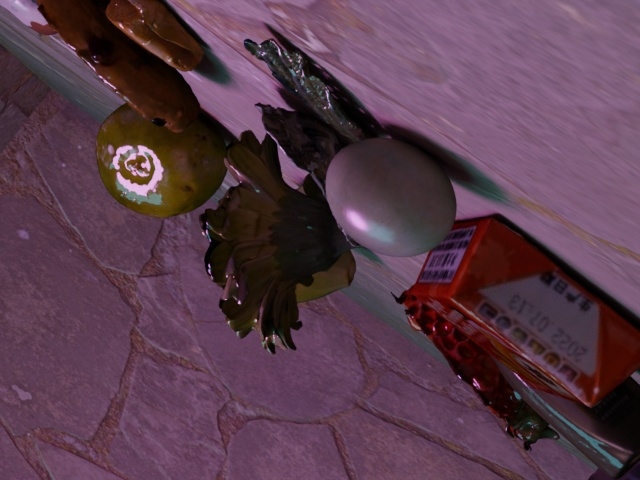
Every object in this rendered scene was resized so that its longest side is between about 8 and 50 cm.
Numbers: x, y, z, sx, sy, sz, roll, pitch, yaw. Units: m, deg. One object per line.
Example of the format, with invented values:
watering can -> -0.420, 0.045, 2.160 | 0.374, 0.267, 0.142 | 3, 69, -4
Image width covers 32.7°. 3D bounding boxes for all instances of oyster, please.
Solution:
oyster -> 0.014, -0.076, 1.340 | 0.252, 0.087, 0.199 | 43, -175, 0

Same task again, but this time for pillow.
pillow -> -0.479, -0.409, 1.691 | 0.233, 0.086, 0.214 | 37, -174, -41

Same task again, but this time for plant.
plant -> -0.043, 0.015, 1.499 | 0.297, 0.261, 0.305 | 20, 131, 35

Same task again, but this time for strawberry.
strawberry -> 0.263, 0.164, 1.597 | 0.253, 0.150, 0.280 | 45, -176, -38

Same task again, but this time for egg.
egg -> 0.068, -0.045, 1.099 | 0.152, 0.114, 0.114 | 37, 177, 35

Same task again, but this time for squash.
squash -> 0.049, -0.045, 1.616 | 0.183, 0.052, 0.052 | 31, 174, 17

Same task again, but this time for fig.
fig -> -0.049, 0.023, 2.165 | 0.230, 0.207, 0.207 | 3, -176, -14
fig -> -0.255, -0.166, 1.995 | 0.233, 0.233, 0.314 | 33, -142, 29

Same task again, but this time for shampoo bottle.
shampoo bottle -> 0.287, 0.150, 1.414 | 0.350, 0.126, 0.084 | 45, 144, 25

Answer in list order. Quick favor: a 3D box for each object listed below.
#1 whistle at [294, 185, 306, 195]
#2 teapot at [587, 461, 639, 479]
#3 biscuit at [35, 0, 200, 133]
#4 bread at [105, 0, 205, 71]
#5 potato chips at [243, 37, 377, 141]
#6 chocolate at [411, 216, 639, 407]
whistle -> -0.026, -0.037, 1.851 | 0.131, 0.106, 0.288 | 39, 176, -4
teapot -> 0.537, 0.397, 1.341 | 0.376, 0.305, 0.362 | 8, -167, -16
biscuit -> -0.264, -0.256, 1.453 | 0.296, 0.075, 0.296 | 45, -175, -5
bread -> -0.200, -0.255, 1.325 | 0.074, 0.053, 0.132 | 33, 177, 39
potato chips -> 0.002, -0.147, 1.119 | 0.092, 0.028, 0.207 | 31, 174, 37
chocolate -> 0.228, 0.081, 1.246 | 0.235, 0.108, 0.237 | 38, 176, -5
